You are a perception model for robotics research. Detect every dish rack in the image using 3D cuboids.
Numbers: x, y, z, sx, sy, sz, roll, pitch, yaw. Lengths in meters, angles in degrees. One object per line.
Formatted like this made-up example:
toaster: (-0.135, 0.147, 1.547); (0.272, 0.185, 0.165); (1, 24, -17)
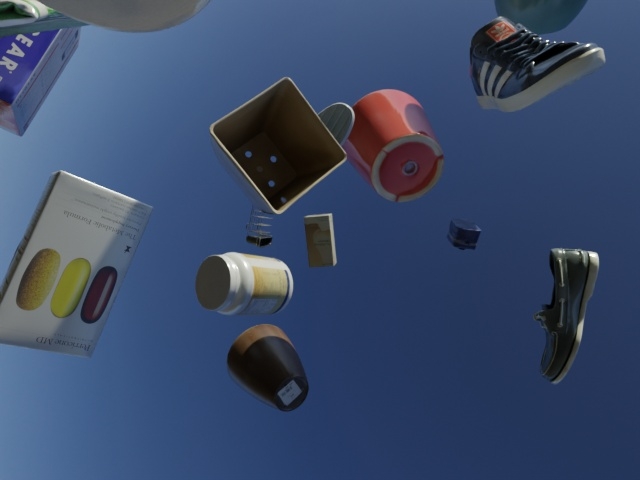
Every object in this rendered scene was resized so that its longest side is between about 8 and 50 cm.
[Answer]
dish rack: (-0.242, -0.112, 1.699); (0.074, 0.208, 0.271); (11, -87, 5)

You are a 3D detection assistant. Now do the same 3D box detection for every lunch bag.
lunch bag: (0.383, -0.012, 1.085); (0.098, 0.067, 0.065); (-83, -179, -68)

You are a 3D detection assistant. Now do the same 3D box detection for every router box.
router box: (-0.717, -0.453, 1.013); (0.301, 0.082, 0.335); (-3, -117, 57)

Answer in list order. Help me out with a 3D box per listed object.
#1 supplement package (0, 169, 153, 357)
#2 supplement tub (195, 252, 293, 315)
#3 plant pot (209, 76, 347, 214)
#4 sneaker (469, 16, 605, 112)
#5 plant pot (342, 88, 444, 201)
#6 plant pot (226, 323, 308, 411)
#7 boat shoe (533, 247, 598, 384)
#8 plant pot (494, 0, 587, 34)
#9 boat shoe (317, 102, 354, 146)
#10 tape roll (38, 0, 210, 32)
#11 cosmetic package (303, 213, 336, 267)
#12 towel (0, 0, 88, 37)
supplement package: (-0.383, 0.033, 0.622); (0.134, 0.139, 0.244); (9, -102, 52)
supplement tub: (-0.281, 0.165, 1.517); (0.228, 0.316, 0.228); (-7, -102, 36)
plant pot: (-0.057, -0.093, 0.459); (0.109, 0.109, 0.096); (-42, -170, -23)
sneaker: (0.335, -0.316, 0.698); (0.131, 0.148, 0.350); (-25, -166, 7)
plant pot: (0.209, -0.249, 1.125); (0.275, 0.275, 0.243); (-44, -149, 21)
plant pot: (-0.138, 0.393, 1.195); (0.230, 0.215, 0.215); (23, -89, 56)
boat shoe: (0.554, 0.172, 0.952); (0.099, 0.116, 0.319); (15, -88, 16)
plant pot: (0.633, -0.738, 1.150); (0.293, 0.235, 0.293); (-7, -136, 7)
boat shoe: (-0.005, -0.200, 0.877); (0.083, 0.076, 0.226); (44, -65, 2)
tape roll: (-0.235, -0.374, 0.330); (0.392, 0.392, 0.072); (-10, -129, 38)
cosmetic package: (0.000, 0.000, 0.898); (0.060, 0.041, 0.115); (-6, -82, 12)
towel: (-0.531, -0.360, 0.673); (0.325, 0.248, 0.038); (-115, -166, -62)
